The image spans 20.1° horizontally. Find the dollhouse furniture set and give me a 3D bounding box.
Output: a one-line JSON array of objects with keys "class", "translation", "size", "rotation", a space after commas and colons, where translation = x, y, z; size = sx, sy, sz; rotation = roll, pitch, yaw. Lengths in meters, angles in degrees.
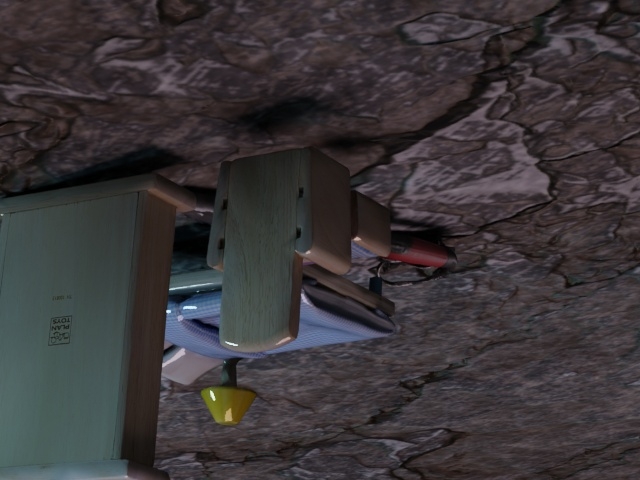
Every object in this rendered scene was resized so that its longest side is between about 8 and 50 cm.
[{"class": "dollhouse furniture set", "translation": [-0.049, 0.094, 1.248], "size": [0.286, 0.198, 0.303], "rotation": [-8, 159, 31]}]

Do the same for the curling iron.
[{"class": "curling iron", "translation": [0.000, 0.000, 1.329], "size": [0.068, 0.035, 0.274], "rotation": [-22, 157, 40]}]
